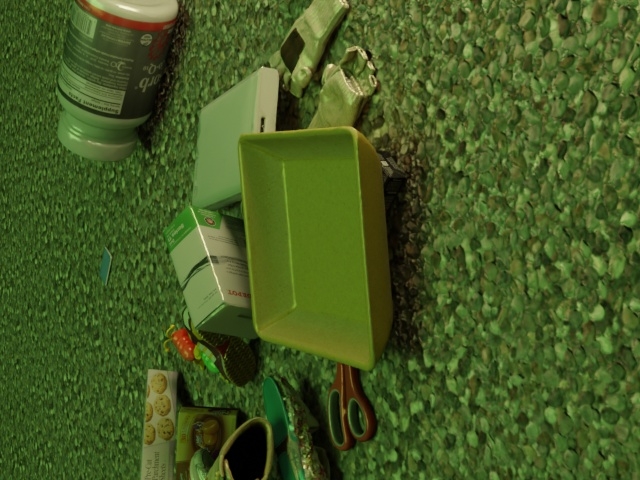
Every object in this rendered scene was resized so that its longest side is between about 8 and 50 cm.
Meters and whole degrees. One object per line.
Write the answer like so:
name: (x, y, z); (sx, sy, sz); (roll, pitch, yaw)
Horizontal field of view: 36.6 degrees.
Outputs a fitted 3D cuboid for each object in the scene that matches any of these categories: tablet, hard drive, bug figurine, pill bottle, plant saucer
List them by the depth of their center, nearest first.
plant saucer: (0.000, 0.000, 1.439); (0.332, 0.081, 0.333); (6, 103, 56)
hard drive: (-0.155, -0.168, 1.710); (0.307, 0.040, 0.203); (-13, 72, 64)
bug figurine: (-0.220, 0.140, 1.843); (0.216, 0.072, 0.279); (37, 121, 51)
pill bottle: (-0.441, -0.366, 2.052); (0.210, 0.210, 0.363); (54, 134, 42)
tablet: (-0.528, 0.063, 2.383); (0.054, 0.006, 0.083); (47, 127, 47)

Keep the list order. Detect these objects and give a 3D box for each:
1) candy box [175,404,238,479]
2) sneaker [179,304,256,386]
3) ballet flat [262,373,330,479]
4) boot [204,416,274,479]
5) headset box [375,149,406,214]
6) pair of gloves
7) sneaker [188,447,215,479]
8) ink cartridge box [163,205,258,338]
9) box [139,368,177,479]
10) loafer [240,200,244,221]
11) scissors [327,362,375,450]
candy box: (-0.212, 0.403, 1.795); (0.053, 0.109, 0.187); (-97, 12, -83)
sneaker: (-0.183, 0.182, 1.728); (0.084, 0.069, 0.185); (19, 144, 51)
ballet flat: (-0.033, 0.327, 1.551); (0.091, 0.077, 0.241); (-48, 50, 49)
boot: (-0.149, 0.416, 1.552); (0.262, 0.095, 0.203); (-64, 1, -22)
headset box: (0.082, -0.080, 1.404); (0.062, 0.032, 0.083); (59, 137, 38)
pair of gloves: (0.000, -0.261, 1.521); (0.204, 0.042, 0.240); (-49, 52, 46)
sneaker: (-0.146, 0.453, 1.705); (0.093, 0.088, 0.225); (-47, 69, 11)
ink cartridge box: (-0.166, 0.057, 1.670); (0.087, 0.153, 0.208); (-41, 54, 27)
box: (-0.319, 0.392, 1.907); (0.324, 0.067, 0.063); (-97, 16, -50)
loafer: (-0.112, -0.082, 1.699); (0.039, 0.045, 0.125); (2, 89, 51)
scissors: (0.033, 0.173, 1.495); (0.109, 0.021, 0.297); (-22, 73, 55)
